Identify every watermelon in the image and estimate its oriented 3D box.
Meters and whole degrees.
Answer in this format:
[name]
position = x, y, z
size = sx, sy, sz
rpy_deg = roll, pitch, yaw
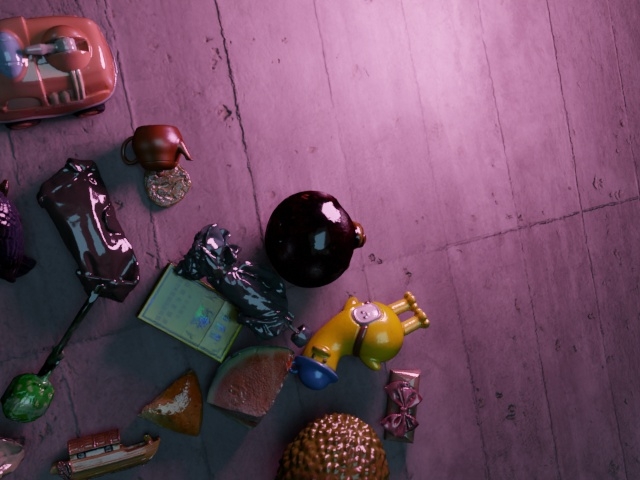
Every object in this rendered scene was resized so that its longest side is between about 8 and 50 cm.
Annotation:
[watermelon]
position = -0.167, 0.318, 1.363
size = 0.146, 0.128, 0.231
rpy_deg = 27, 90, -4

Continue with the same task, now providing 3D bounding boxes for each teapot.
[teapot]
position = -0.360, -0.193, 1.293
size = 0.173, 0.116, 0.116
rpy_deg = -2, 90, 13

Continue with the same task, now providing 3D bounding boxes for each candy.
[candy]
position = -0.537, 0.228, 1.212
size = 0.097, 0.097, 0.324
rpy_deg = 34, 86, -18

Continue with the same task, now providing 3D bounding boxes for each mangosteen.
[mangosteen]
position = 0.000, 0.000, 1.379
size = 0.265, 0.228, 0.228
rpy_deg = 5, 88, -36

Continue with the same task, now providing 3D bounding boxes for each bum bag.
[bum bag]
position = -0.493, -0.015, 1.258
size = 0.142, 0.079, 0.326
rpy_deg = -23, 95, -28

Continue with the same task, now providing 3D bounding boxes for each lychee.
[lychee]
position = 0.030, 0.566, 1.362
size = 0.269, 0.270, 0.320
rpy_deg = 0, 101, -22

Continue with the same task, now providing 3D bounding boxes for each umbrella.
[umbrella]
position = -0.159, 0.115, 1.322
size = 0.349, 0.094, 0.143
rpy_deg = 41, 91, -12

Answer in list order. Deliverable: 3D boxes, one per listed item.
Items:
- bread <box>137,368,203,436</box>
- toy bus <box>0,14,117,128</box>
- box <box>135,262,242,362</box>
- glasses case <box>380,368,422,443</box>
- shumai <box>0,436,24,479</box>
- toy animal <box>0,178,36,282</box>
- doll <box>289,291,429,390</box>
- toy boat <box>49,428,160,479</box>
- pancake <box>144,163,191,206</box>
[bread]
position = -0.316, 0.392, 1.337
size = 0.154, 0.054, 0.136
rpy_deg = -36, 105, -15
[toy bus]
position = -0.546, -0.341, 1.157
size = 0.287, 0.232, 0.194
rpy_deg = -15, 98, -23
[box]
position = -0.287, 0.166, 1.342
size = 0.220, 0.064, 0.141
rpy_deg = 32, 76, -17
[glasses case]
position = 0.210, 0.433, 1.533
size = 0.102, 0.070, 0.194
rpy_deg = 7, 87, -20
[shumai]
position = -0.692, 0.482, 1.042
size = 0.292, 0.330, 0.288
rpy_deg = 42, 86, 10
[toy animal]
position = -0.648, -0.042, 1.138
size = 0.122, 0.185, 0.298
rpy_deg = -21, 116, -25
[doll]
position = 0.084, 0.243, 1.464
size = 0.362, 0.145, 0.199
rpy_deg = -23, 58, -11
[toy boat]
position = -0.460, 0.456, 1.270
size = 0.225, 0.068, 0.088
rpy_deg = -9, 87, -21
[pancake]
position = -0.348, -0.129, 1.344
size = 0.108, 0.017, 0.108
rpy_deg = 0, 90, -21
